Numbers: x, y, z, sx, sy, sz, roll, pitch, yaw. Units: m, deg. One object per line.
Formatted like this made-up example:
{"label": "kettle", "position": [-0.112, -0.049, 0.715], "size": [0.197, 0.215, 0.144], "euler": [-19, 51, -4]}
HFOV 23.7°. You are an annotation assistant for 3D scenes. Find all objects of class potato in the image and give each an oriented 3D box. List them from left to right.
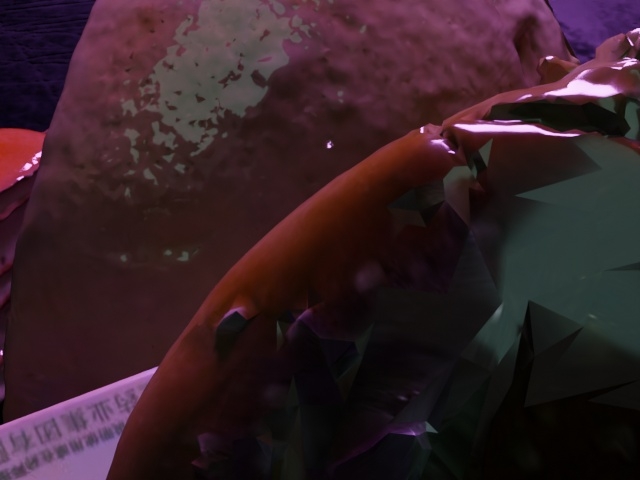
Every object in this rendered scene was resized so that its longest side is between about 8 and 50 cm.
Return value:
{"label": "potato", "position": [-0.001, -0.021, 0.634], "size": [0.211, 0.189, 0.264], "euler": [11, 39, 19]}

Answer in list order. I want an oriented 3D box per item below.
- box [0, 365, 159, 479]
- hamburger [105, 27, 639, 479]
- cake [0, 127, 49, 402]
{"label": "box", "position": [-0.074, 0.159, 0.464], "size": [0.353, 0.069, 0.214], "euler": [-20, 55, -19]}
{"label": "hamburger", "position": [0.069, 0.086, 0.357], "size": [0.243, 0.146, 0.286], "euler": [19, 79, 20]}
{"label": "cake", "position": [-0.187, 0.024, 0.674], "size": [0.135, 0.098, 0.287], "euler": [11, 35, 17]}
